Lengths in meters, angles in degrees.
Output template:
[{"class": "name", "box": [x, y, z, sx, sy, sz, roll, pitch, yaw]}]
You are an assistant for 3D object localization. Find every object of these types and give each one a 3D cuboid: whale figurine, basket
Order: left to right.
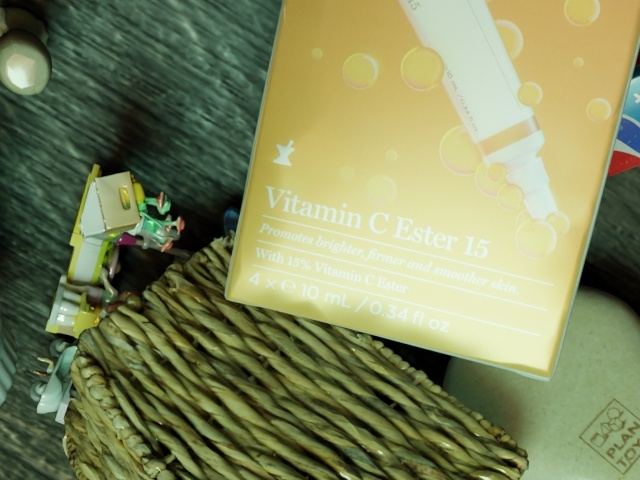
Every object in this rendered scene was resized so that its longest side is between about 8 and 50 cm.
[{"class": "basket", "box": [-0.042, 0.187, 1.043, 0.299, 0.213, 0.223, 36, 139, 17]}, {"class": "whale figurine", "box": [0.219, 0.157, 1.091, 0.216, 0.272, 0.141, -47, 153, -8]}]

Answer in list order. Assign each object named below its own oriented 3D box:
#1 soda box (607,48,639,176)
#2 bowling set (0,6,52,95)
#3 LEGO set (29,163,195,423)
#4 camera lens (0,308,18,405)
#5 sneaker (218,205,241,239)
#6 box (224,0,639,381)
[{"class": "soda box", "box": [0.195, -0.087, 1.050, 0.210, 0.071, 0.067, -21, 114, 14]}, {"class": "bowling set", "box": [-0.243, -0.160, 1.020, 0.200, 0.154, 0.287, -27, 113, -4]}, {"class": "LEGO set", "box": [-0.138, 0.023, 1.094, 0.107, 0.132, 0.287, 15, 139, -11]}, {"class": "camera lens", "box": [-0.365, 0.032, 0.996, 0.219, 0.219, 0.274, -22, 125, 14]}, {"class": "sneaker", "box": [0.000, 0.000, 1.125, 0.162, 0.063, 0.073, 18, 99, -10]}, {"class": "box", "box": [0.088, -0.116, 0.931, 0.215, 0.168, 0.345, 13, 103, 7]}]
